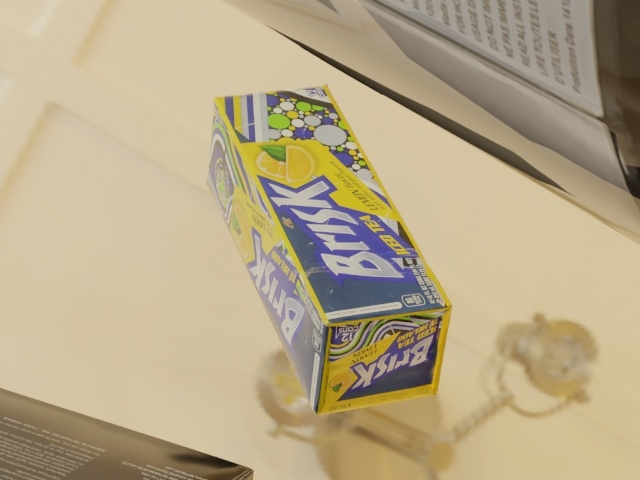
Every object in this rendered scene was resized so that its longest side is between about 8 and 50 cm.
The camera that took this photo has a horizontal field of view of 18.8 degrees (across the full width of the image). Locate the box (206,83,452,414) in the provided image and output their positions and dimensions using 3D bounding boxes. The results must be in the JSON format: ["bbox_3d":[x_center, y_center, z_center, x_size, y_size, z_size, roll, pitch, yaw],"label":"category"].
[{"bbox_3d":[0.000,0.000,0.865,0.059,0.169,0.054,-8,-50,-18],"label":"box"}]

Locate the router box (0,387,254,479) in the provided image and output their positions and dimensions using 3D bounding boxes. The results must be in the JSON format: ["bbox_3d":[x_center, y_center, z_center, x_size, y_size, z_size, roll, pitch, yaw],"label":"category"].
[{"bbox_3d":[-0.177,0.172,0.784,0.081,0.309,0.243,-28,-55,-54],"label":"router box"}]

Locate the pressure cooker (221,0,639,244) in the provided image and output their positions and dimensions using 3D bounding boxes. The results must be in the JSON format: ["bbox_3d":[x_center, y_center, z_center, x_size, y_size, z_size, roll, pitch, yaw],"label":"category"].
[{"bbox_3d":[0.067,-0.219,0.521,0.375,0.420,0.369,7,-70,-52],"label":"pressure cooker"}]
